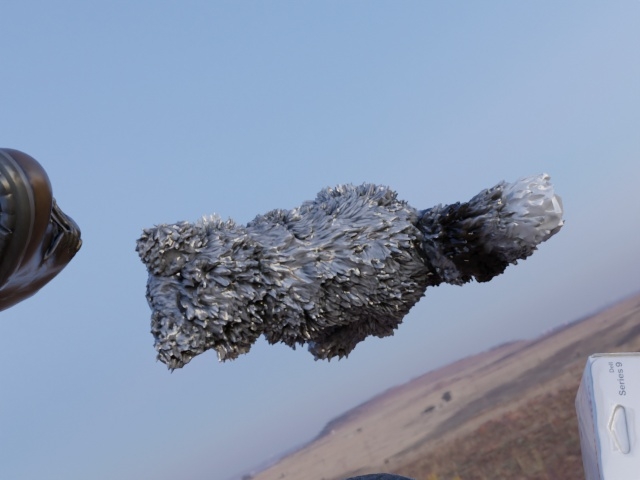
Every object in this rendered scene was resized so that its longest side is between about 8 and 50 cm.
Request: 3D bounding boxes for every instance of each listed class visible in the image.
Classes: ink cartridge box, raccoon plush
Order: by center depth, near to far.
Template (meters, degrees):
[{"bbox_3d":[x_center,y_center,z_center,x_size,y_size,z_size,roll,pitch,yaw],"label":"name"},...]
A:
[{"bbox_3d":[0.333,0.222,0.782,0.093,0.154,0.212,-5,-26,15],"label":"ink cartridge box"},{"bbox_3d":[0.000,0.000,0.817,0.446,0.216,0.299,-36,-22,35],"label":"raccoon plush"}]

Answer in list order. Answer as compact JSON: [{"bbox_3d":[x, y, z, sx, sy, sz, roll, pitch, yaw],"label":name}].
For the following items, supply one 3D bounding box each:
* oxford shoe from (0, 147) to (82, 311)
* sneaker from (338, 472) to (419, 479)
[{"bbox_3d":[-0.198,-0.009,0.464,0.096,0.082,0.227,-29,0,-35],"label":"oxford shoe"},{"bbox_3d":[0.087,0.210,0.378,0.087,0.130,0.228,-4,1,-42],"label":"sneaker"}]
